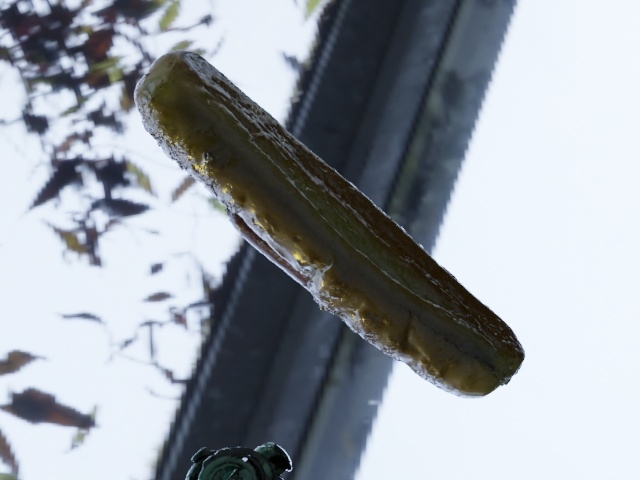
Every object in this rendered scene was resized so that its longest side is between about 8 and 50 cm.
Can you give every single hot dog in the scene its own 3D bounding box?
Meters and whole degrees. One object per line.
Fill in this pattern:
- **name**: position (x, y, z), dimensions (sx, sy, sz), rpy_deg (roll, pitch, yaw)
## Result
- **hot dog**: position (0.000, 0.000, 0.728), dimensions (0.216, 0.047, 0.066), rpy_deg (40, -159, -9)

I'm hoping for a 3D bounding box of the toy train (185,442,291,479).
- **toy train**: position (-0.061, 0.135, 0.596), dimensions (0.148, 0.038, 0.071), rpy_deg (-35, -83, -20)
